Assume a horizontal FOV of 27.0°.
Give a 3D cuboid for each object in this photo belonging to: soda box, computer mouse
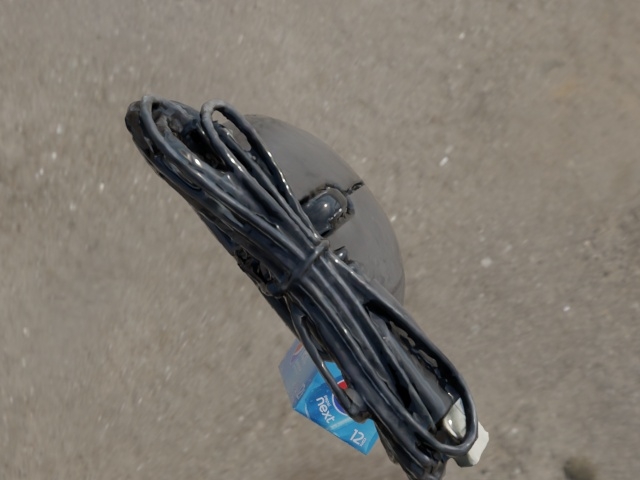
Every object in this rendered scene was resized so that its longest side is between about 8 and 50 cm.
[{"bbox_3d":[0.015,0.114,1.125,0.071,0.210,0.067,33,91,-6],"label":"soda box"},{"bbox_3d":[0.000,0.000,0.614,0.072,0.272,0.188,-40,95,-1],"label":"computer mouse"}]
